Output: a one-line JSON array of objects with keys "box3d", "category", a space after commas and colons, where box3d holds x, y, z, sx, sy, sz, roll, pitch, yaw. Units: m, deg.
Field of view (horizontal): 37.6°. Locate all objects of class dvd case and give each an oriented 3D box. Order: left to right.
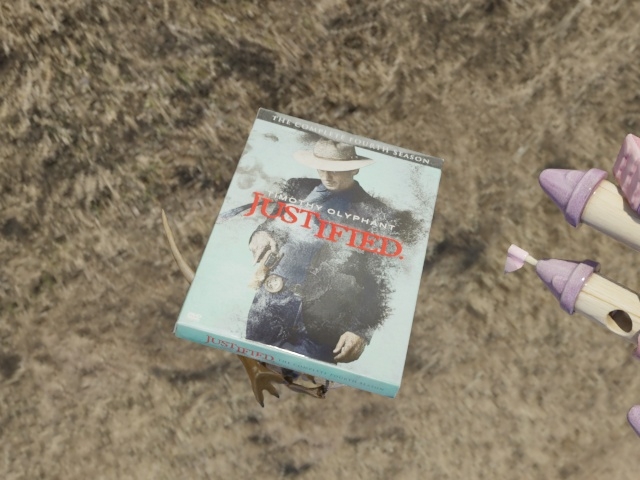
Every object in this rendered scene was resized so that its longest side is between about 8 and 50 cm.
[{"box3d": [0.000, 0.000, 0.382, 0.087, 0.119, 0.013, 16, 140, 1], "category": "dvd case"}]

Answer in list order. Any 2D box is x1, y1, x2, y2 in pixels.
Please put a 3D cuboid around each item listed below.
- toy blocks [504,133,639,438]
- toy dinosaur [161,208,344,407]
[{"box3d": [0.281, -0.004, 0.740, 0.309, 0.260, 0.288, -36, 149, -40], "category": "toy blocks"}, {"box3d": [-0.051, 0.075, 0.724, 0.211, 0.112, 0.064, 43, 86, -27], "category": "toy dinosaur"}]
